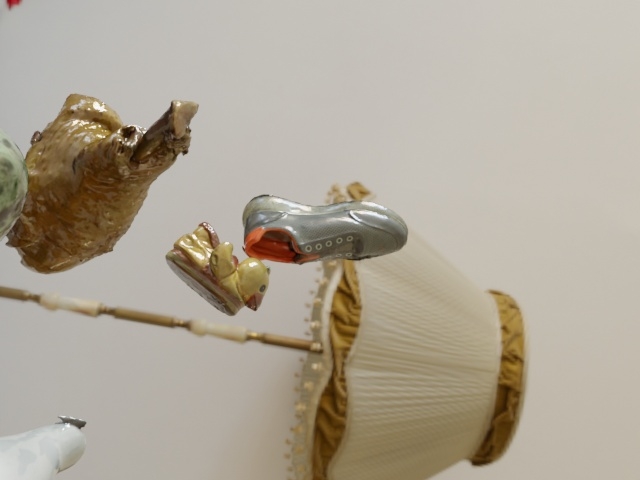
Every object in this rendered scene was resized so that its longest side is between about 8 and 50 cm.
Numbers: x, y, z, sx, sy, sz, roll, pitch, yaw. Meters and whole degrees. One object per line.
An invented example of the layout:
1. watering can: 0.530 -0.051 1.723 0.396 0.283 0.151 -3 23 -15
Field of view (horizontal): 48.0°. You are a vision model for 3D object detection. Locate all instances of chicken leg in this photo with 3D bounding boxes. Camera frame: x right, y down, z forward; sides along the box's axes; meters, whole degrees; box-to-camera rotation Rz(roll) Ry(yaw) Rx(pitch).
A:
1. chicken leg: -0.341 -0.132 1.107 0.409 0.182 0.295 -29 -127 34

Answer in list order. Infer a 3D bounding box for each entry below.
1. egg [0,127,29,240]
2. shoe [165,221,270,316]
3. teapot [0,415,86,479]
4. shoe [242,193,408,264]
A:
1. egg: -0.369 -0.046 0.651 0.177 0.228 0.177 -7 90 -68
2. shoe: -0.108 0.029 0.771 0.069 0.109 0.072 -55 161 -23
3. teapot: -0.305 0.157 0.315 0.280 0.424 0.252 0 -82 59
4. shoe: 0.002 0.000 0.820 0.077 0.194 0.074 -80 177 -49
